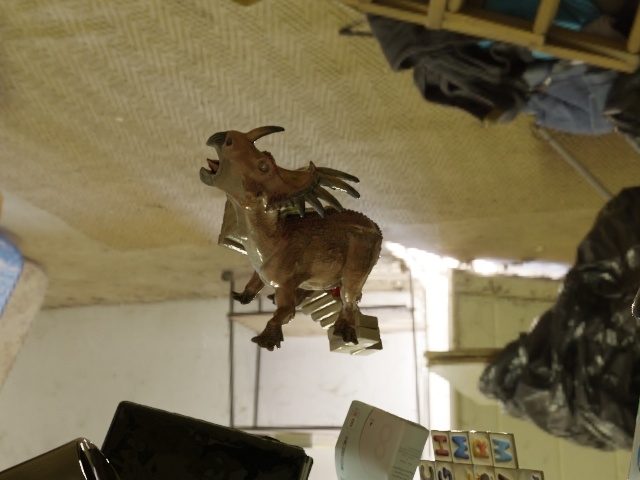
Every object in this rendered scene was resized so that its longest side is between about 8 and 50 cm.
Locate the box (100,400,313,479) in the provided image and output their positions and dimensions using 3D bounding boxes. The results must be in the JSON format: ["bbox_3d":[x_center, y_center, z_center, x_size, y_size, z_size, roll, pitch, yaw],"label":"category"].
[{"bbox_3d":[-0.230,0.560,1.203,0.297,0.480,0.472,15,150,1],"label":"box"}]

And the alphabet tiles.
[{"bbox_3d":[0.279,0.476,1.406,0.011,0.285,0.342,-3,171,-29],"label":"alphabet tiles"}]

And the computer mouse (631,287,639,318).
[{"bbox_3d":[0.624,0.035,1.347,0.262,0.060,0.184,-28,-169,13],"label":"computer mouse"}]

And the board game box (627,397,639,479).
[{"bbox_3d":[0.371,0.105,0.588,0.064,0.242,0.316,12,177,-19],"label":"board game box"}]

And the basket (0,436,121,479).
[{"bbox_3d":[-0.305,0.308,0.793,0.227,0.204,0.154,-30,-151,-7],"label":"basket"}]

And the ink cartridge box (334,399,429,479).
[{"bbox_3d":[0.070,0.380,1.269,0.066,0.232,0.189,29,168,-21],"label":"ink cartridge box"}]

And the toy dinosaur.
[{"bbox_3d":[0.000,0.000,0.864,0.127,0.200,0.296,33,-165,36],"label":"toy dinosaur"}]

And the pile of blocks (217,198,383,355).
[{"bbox_3d":[-0.002,0.038,1.312,0.362,0.149,0.112,45,137,-14],"label":"pile of blocks"}]
